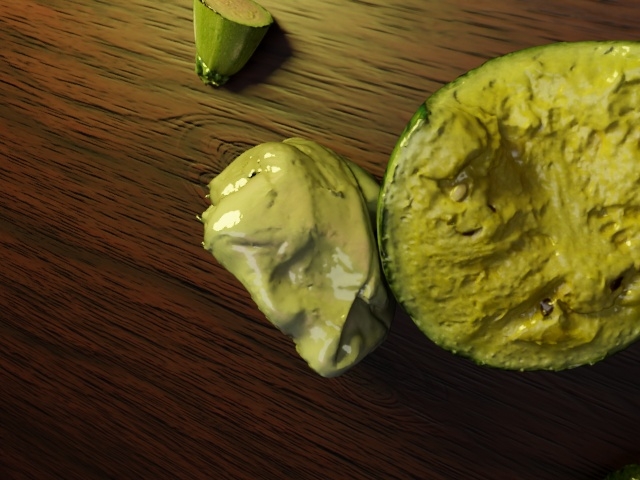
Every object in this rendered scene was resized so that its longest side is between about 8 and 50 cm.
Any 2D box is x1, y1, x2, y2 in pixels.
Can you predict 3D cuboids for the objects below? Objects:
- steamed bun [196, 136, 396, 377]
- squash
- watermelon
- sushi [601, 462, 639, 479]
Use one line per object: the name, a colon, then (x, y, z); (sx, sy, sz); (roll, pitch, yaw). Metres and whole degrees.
steamed bun: (0.000, 0.000, 0.552); (0.207, 0.268, 0.280); (-39, 96, -2)
squash: (-0.136, -0.259, 0.601); (0.105, 0.105, 0.132); (37, 129, 8)
watermelon: (0.225, -0.040, 0.461); (0.331, 0.189, 0.330); (3, 119, 6)
sushi: (0.435, 0.469, 0.540); (0.294, 0.178, 0.352); (33, 117, 8)
